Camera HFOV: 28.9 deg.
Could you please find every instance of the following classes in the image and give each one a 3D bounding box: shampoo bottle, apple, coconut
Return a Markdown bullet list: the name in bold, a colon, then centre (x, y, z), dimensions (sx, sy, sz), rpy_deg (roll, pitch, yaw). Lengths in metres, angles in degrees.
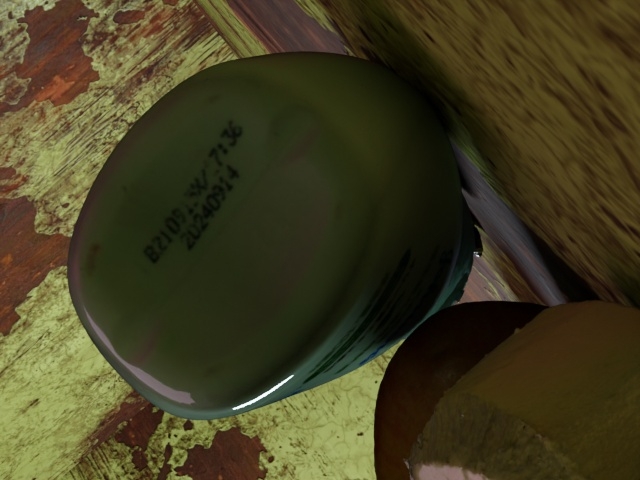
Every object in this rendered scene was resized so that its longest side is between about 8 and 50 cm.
- **shampoo bottle**: centre (0.000, 0.000, 0.759), dimensions (0.151, 0.222, 0.349), rpy_deg (38, -170, 14)
- **apple**: centre (0.126, 0.125, 0.740), dimensions (0.195, 0.160, 0.173), rpy_deg (61, -166, -3)
- **coconut**: centre (0.123, 0.106, 0.553), dimensions (0.147, 0.152, 0.147), rpy_deg (33, 140, 34)

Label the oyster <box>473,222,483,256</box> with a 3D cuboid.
- **oyster**: centre (0.101, -0.020, 0.957), dimensions (0.083, 0.019, 0.054), rpy_deg (50, 180, -17)
